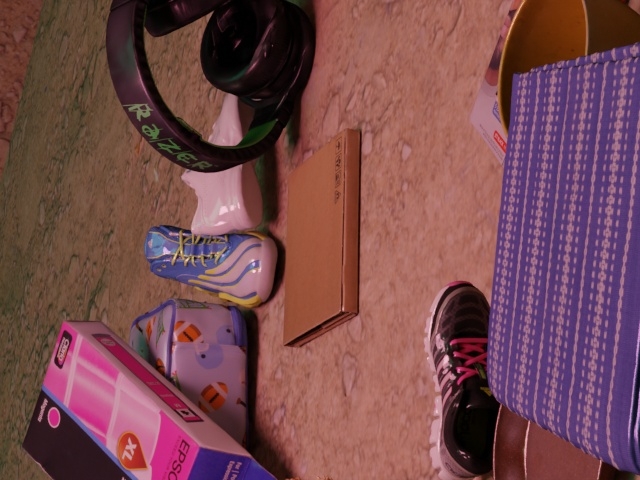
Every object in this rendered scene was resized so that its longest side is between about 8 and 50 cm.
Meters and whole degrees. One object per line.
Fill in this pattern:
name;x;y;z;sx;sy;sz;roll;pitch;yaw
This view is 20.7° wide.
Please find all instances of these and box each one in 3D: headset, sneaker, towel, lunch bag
headset;-0.094;-0.265;1.972;0.185;0.243;0.394;-18;44;40
sneaker;-0.139;0.028;2.071;0.240;0.126;0.091;177;100;-69
sneaker;-0.120;-0.096;2.073;0.094;0.080;0.212;-17;47;21
towel;0.169;0.003;1.092;0.336;0.040;0.243;-161;77;-81
sneaker;0.127;0.118;1.448;0.075;0.063;0.170;171;101;-68
lunch bag;-0.166;0.216;2.097;0.243;0.115;0.303;148;126;-66

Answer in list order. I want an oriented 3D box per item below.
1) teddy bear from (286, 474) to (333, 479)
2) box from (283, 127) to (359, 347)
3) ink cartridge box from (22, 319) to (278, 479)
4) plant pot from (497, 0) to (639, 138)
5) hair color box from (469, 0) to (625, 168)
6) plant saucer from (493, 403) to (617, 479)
teddy bear;0.004;0.384;1.567;0.245;0.113;0.338;85;-172;-48
box;0.000;0.000;1.871;0.164;0.021;0.201;145;129;-62
ink cartridge box;-0.195;0.250;1.948;0.371;0.069;0.176;35;112;39
plant pot;0.204;-0.123;1.290;0.134;0.095;0.134;-172;90;-69
hair color box;0.182;-0.147;1.416;0.093;0.053;0.167;-116;41;-57
plant saucer;0.182;0.158;1.334;0.168;0.029;0.168;-171;90;-70
